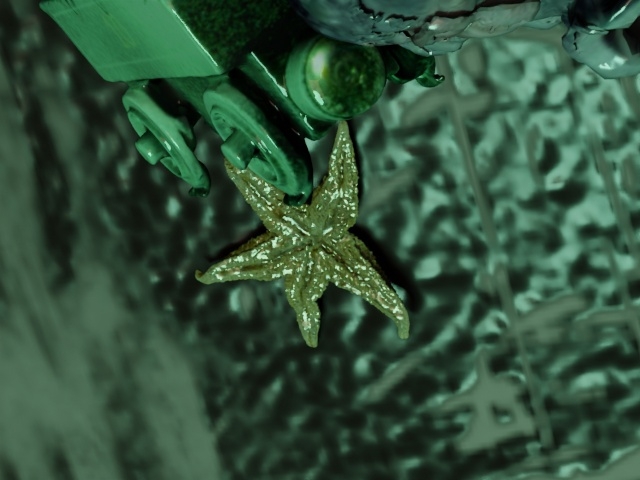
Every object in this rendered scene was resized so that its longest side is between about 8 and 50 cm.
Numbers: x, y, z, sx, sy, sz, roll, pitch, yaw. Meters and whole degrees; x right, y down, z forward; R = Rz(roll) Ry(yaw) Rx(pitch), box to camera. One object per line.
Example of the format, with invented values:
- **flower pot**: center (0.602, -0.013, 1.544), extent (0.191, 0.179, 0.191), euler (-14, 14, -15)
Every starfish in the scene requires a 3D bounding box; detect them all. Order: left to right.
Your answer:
- **starfish**: center (0.000, 0.000, 0.673), extent (0.092, 0.016, 0.086), euler (39, 122, 1)

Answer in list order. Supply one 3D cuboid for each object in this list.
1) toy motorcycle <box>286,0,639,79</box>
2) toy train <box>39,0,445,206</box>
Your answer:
- **toy motorcycle**: center (0.123, -0.072, 0.491), extent (0.401, 0.207, 0.134), euler (35, 137, -4)
- **toy train**: center (-0.031, -0.066, 0.573), extent (0.070, 0.172, 0.099), euler (-42, 105, -12)
